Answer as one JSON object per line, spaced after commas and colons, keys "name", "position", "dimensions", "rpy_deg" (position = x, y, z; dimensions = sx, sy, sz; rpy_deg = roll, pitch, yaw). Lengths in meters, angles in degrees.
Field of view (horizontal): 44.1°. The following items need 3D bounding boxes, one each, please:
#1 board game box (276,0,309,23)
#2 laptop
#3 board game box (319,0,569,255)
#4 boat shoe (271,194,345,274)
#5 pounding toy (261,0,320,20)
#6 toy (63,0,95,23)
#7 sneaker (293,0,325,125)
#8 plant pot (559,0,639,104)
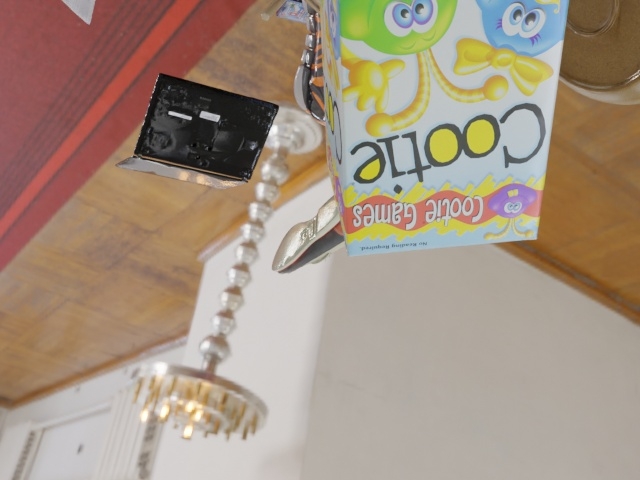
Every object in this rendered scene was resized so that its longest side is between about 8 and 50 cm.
{"name": "board game box", "position": [0.006, -0.553, 1.781], "dimensions": [0.194, 0.194, 0.060], "rpy_deg": [19, 146, -22]}
{"name": "laptop", "position": [-0.244, -0.199, 1.529], "dimensions": [0.234, 0.136, 0.264], "rpy_deg": [10, 120, -26]}
{"name": "board game box", "position": [0.074, -0.144, 0.537], "dimensions": [0.144, 0.142, 0.275], "rpy_deg": [-6, 126, -3]}
{"name": "boat shoe", "position": [0.000, 0.000, 0.774], "dimensions": [0.043, 0.049, 0.137], "rpy_deg": [25, 138, -26]}
{"name": "pounding toy", "position": [0.017, -0.324, 1.011], "dimensions": [0.094, 0.206, 0.181], "rpy_deg": [40, 98, -20]}
{"name": "toy", "position": [-0.393, -0.431, 1.141], "dimensions": [0.056, 0.136, 0.237], "rpy_deg": [8, 169, 18]}
{"name": "sneaker", "position": [0.059, -0.312, 1.190], "dimensions": [0.125, 0.180, 0.321], "rpy_deg": [-16, 127, -30]}
{"name": "plant pot", "position": [0.257, -0.233, 0.745], "dimensions": [0.032, 0.236, 0.236], "rpy_deg": [-28, 159, -20]}
